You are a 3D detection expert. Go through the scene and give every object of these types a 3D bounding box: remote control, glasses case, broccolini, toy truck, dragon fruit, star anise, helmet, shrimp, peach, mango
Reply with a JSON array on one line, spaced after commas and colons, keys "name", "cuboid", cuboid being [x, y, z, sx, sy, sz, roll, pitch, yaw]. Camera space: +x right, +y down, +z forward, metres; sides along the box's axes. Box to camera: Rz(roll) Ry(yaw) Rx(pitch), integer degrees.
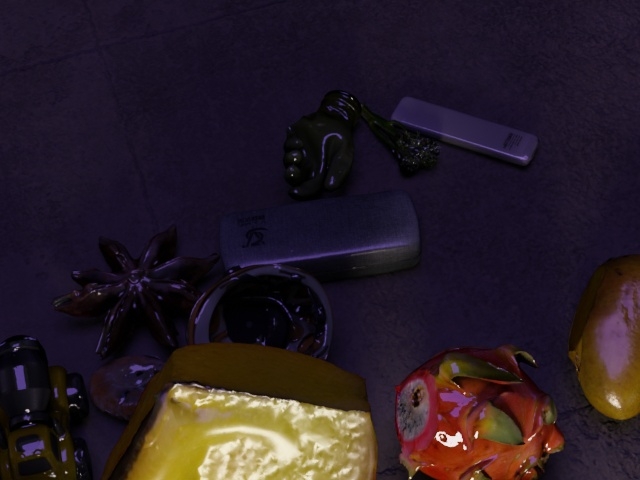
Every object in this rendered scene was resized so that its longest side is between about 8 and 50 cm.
[{"name": "remote control", "cuboid": [0.249, -0.188, 2.172, 0.261, 0.029, 0.067, 19, 59, 20]}, {"name": "glasses case", "cuboid": [0.000, 0.000, 2.018, 0.323, 0.074, 0.131, -8, 52, -2]}, {"name": "broccolini", "cuboid": [0.120, -0.188, 2.158, 0.074, 0.058, 0.201, -31, 58, -26]}, {"name": "toy truck", "cuboid": [-0.414, 0.260, 1.798, 0.147, 0.165, 0.224, -11, 54, -5]}, {"name": "dragon fruit", "cuboid": [0.220, 0.247, 1.734, 0.227, 0.224, 0.224, 2, 51, -21]}, {"name": "star anise", "cuboid": [-0.288, 0.076, 1.972, 0.288, 0.088, 0.288, 0, 45, 0]}, {"name": "helmet", "cuboid": [-0.095, 0.128, 1.882, 0.224, 0.130, 0.198, -18, 95, -9]}, {"name": "shrimp", "cuboid": [-0.243, 0.232, 1.885, 0.223, 0.047, 0.126, 19, 47, 18]}, {"name": "peach", "cuboid": [-0.122, 0.305, 1.697, 0.380, 0.242, 0.306, 3, 97, -6]}, {"name": "mango", "cuboid": [0.453, 0.141, 1.853, 0.167, 0.130, 0.262, 22, 64, 13]}]

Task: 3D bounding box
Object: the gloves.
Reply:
[{"name": "gloves", "cuboid": [-0.003, -0.154, 2.115, 0.135, 0.107, 0.268, 21, 40, 9]}]
